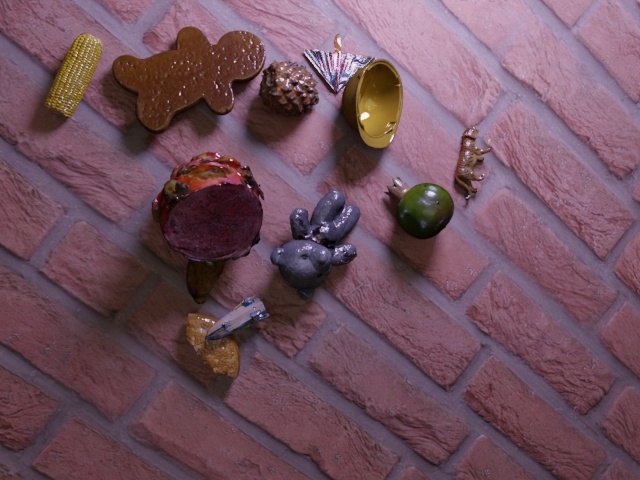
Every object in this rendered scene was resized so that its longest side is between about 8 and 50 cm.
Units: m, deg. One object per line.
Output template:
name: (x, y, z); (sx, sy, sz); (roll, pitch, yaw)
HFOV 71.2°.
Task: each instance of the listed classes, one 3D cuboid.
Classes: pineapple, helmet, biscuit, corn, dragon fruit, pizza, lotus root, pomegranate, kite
pineapple: (-0.080, -0.446, 1.327); (0.193, 0.166, 0.166); (11, 92, -38)
helmet: (0.138, -0.415, 1.367); (0.205, 0.140, 0.256); (-4, 106, -41)
biscuit: (-0.360, -0.483, 1.318); (0.432, 0.064, 0.282); (-27, 88, -8)
corn: (-0.692, -0.465, 1.259); (0.081, 0.081, 0.248); (25, 89, -10)
dragon fruit: (-0.328, -0.111, 1.268); (0.296, 0.262, 0.314); (-11, 136, -23)
pizza: (-0.327, 0.319, 1.378); (0.246, 0.058, 0.127); (44, 84, -8)
lotus root: (-0.354, 0.108, 1.347); (0.108, 0.094, 0.190); (22, 96, 25)
pomegranate: (0.304, -0.112, 1.406); (0.225, 0.187, 0.187); (40, 87, 19)
kite: (0.064, -0.556, 1.408); (0.242, 0.014, 0.183); (-2, 91, -9)

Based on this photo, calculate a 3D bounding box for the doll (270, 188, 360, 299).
doll: (0.001, 0.003, 1.361); (0.246, 0.158, 0.340); (44, 84, -21)

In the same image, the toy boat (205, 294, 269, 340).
toy boat: (-0.257, 0.241, 1.357); (0.210, 0.066, 0.084); (-30, 75, -22)

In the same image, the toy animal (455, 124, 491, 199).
toy animal: (0.496, -0.256, 1.479); (0.099, 0.057, 0.241); (14, 93, -3)
